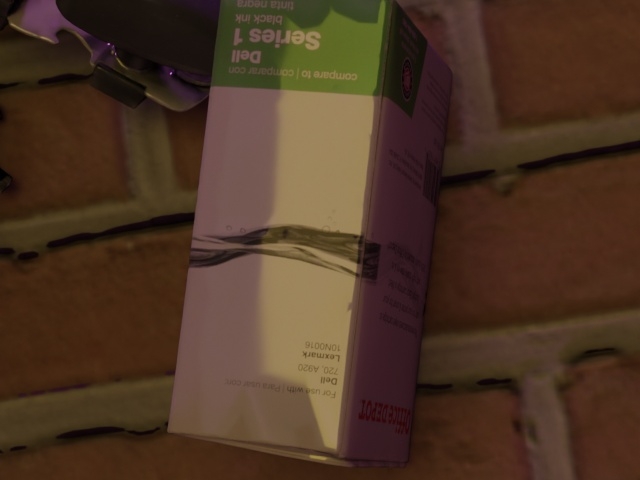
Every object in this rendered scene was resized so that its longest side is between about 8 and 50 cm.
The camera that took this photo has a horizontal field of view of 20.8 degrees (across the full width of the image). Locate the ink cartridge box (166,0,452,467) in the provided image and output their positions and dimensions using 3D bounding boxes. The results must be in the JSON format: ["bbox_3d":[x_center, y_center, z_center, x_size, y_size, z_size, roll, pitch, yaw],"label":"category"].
[{"bbox_3d":[0.000,0.000,0.878,0.092,0.160,0.219,6,83,15],"label":"ink cartridge box"}]

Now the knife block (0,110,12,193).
[{"bbox_3d":[-0.319,-0.069,1.000,0.275,0.088,0.242,-7,80,12],"label":"knife block"}]

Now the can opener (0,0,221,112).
[{"bbox_3d":[-0.167,-0.166,0.937,0.283,0.095,0.076,29,54,-7],"label":"can opener"}]
